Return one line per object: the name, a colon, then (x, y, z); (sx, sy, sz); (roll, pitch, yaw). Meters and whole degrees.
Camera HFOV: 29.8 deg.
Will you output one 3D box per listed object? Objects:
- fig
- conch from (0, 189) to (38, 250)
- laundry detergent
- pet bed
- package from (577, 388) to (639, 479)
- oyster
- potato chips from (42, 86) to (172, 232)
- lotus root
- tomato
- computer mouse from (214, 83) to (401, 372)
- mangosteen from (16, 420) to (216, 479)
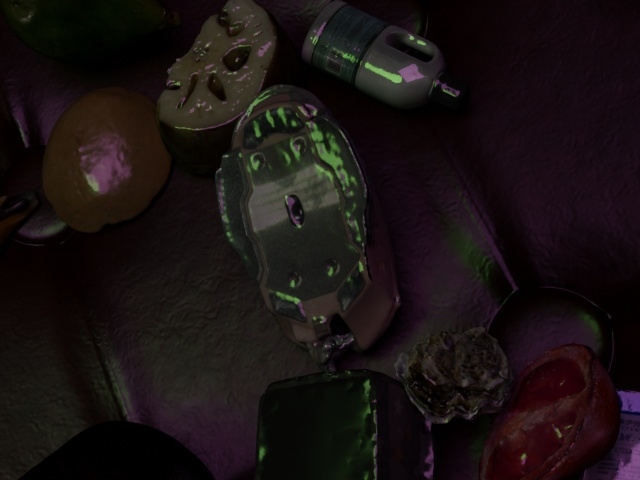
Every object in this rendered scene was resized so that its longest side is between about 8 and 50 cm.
fig: (-0.304, -0.328, 1.616); (0.245, 0.195, 0.195); (18, 75, 24)
conch: (-0.484, 0.003, 1.595); (0.233, 0.080, 0.086); (-24, 74, 3)
laundry detergent: (0.090, -0.227, 1.544); (0.226, 0.070, 0.099); (28, 72, 22)
pet bed: (0.039, 0.258, 1.339); (0.183, 0.159, 0.211); (-14, 63, 31)
package: (0.371, 0.252, 1.319); (0.171, 0.027, 0.173); (5, 71, 19)
oyster: (0.154, 0.149, 1.342); (0.125, 0.177, 0.064); (52, 131, 25)
potato chips: (-0.294, -0.117, 1.605); (0.195, 0.062, 0.208); (24, 74, 19)
lotus root: (-0.107, -0.195, 1.555); (0.138, 0.119, 0.235); (26, 76, 21)
tomato: (0.261, 0.212, 1.300); (0.099, 0.173, 0.189); (34, 62, -18)
computer mouse: (0.003, -0.002, 1.459); (0.199, 0.115, 0.389); (-17, 86, 29)
mangosteen: (-0.208, 0.354, 1.296); (0.275, 0.275, 0.302); (-46, 65, -5)
